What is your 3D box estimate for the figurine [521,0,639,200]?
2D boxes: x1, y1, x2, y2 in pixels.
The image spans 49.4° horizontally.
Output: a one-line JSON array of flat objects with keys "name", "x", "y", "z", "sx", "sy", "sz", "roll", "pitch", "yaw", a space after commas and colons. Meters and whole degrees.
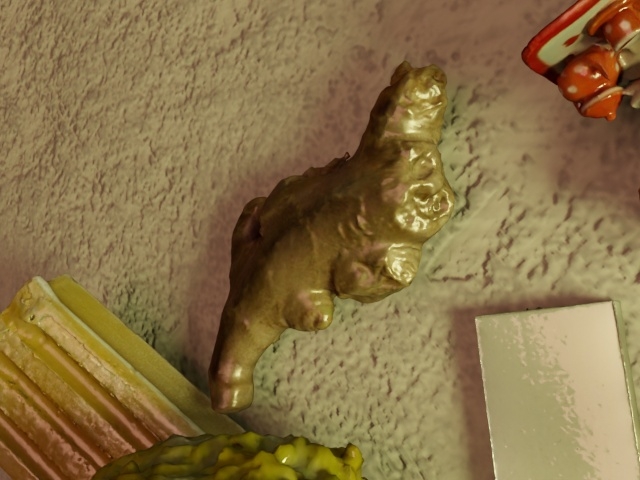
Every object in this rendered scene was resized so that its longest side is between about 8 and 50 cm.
[{"name": "figurine", "x": 0.261, "y": -0.058, "z": 0.379, "sx": 0.183, "sy": 0.160, "sz": 0.226, "roll": -36, "pitch": 75, "yaw": 28}]

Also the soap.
[{"name": "soap", "x": -0.209, "y": 0.178, "z": 0.658, "sx": 0.274, "sy": 0.089, "sz": 0.173, "roll": 39, "pitch": 102, "yaw": 13}]

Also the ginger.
[{"name": "ginger", "x": 0.001, "y": -0.001, "z": 0.588, "sx": 0.333, "sy": 0.080, "sz": 0.166, "roll": -46, "pitch": 48, "yaw": 30}]

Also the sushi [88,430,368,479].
[{"name": "sushi", "x": -0.075, "y": 0.338, "z": 0.464, "sx": 0.351, "sy": 0.240, "sz": 0.397, "roll": -12, "pitch": 91, "yaw": 13}]

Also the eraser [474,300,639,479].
[{"name": "eraser", "x": 0.169, "y": 0.121, "z": 0.490, "sx": 0.103, "sy": 0.023, "sz": 0.150, "roll": -11, "pitch": 80, "yaw": 34}]
